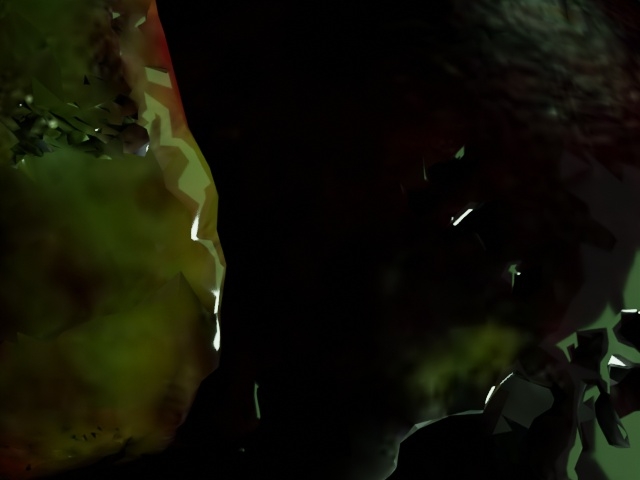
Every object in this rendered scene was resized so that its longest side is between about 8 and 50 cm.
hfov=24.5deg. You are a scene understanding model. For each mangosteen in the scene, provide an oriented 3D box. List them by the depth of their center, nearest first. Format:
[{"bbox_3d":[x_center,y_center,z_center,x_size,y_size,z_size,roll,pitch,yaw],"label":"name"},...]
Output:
[{"bbox_3d":[-0.026,0.053,0.512,0.421,0.381,0.381,27,45,-26],"label":"mangosteen"}]
